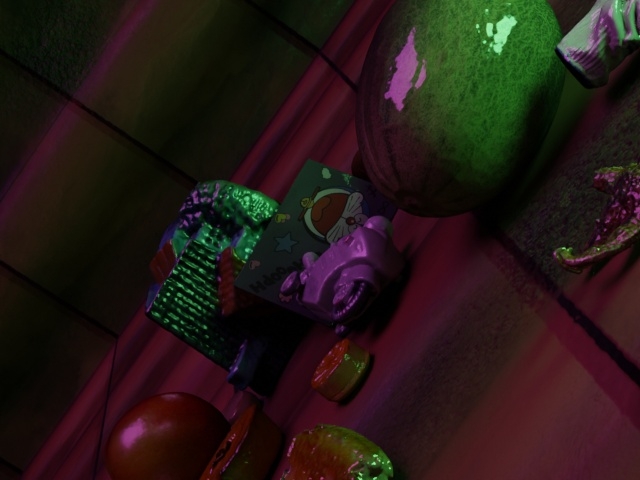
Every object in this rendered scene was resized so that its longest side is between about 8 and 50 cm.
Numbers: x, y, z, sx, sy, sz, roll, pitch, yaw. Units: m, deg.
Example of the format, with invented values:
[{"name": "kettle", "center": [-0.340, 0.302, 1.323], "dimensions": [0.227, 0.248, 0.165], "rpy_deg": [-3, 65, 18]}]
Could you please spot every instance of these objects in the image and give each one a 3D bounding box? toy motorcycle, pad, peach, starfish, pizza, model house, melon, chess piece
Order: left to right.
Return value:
[{"name": "peach", "center": [-0.215, 0.311, 2.002], "dimensions": [0.197, 0.197, 0.197], "rpy_deg": [-52, 13, 17]}, {"name": "model house", "center": [-0.144, 0.084, 2.103], "dimensions": [0.226, 0.261, 0.241], "rpy_deg": [-46, 14, 40]}, {"name": "chess piece", "center": [-0.126, 0.269, 2.088], "dimensions": [0.083, 0.038, 0.083], "rpy_deg": [-51, 11, 14]}, {"name": "pizza", "center": [-0.019, 0.333, 1.429], "dimensions": [0.189, 0.071, 0.297], "rpy_deg": [-6, 54, 59]}, {"name": "pad", "center": [0.000, 0.000, 2.047], "dimensions": [0.245, 0.170, 0.006], "rpy_deg": [-60, -17, -24]}, {"name": "toy motorcycle", "center": [0.044, 0.039, 1.882], "dimensions": [0.171, 0.110, 0.260], "rpy_deg": [-52, 13, -6]}, {"name": "melon", "center": [0.165, -0.180, 1.655], "dimensions": [0.248, 0.248, 0.329], "rpy_deg": [-35, 28, 60]}, {"name": "starfish", "center": [0.303, -0.048, 1.273], "dimensions": [0.209, 0.053, 0.150], "rpy_deg": [-53, 24, -8]}]

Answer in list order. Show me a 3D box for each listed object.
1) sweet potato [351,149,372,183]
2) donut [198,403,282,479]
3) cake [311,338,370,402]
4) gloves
[{"name": "sweet potato", "center": [0.103, -0.138, 2.188], "dimensions": [0.075, 0.075, 0.273], "rpy_deg": [-61, 12, -23]}, {"name": "donut", "center": [-0.115, 0.314, 1.871], "dimensions": [0.178, 0.065, 0.162], "rpy_deg": [-59, 8, -11]}, {"name": "cake", "center": [0.027, 0.167, 1.743], "dimensions": [0.084, 0.044, 0.084], "rpy_deg": [-51, 13, 17]}, {"name": "gloves", "center": [0.352, -0.269, 1.513], "dimensions": [0.229, 0.097, 0.119], "rpy_deg": [-58, 16, 15]}]
